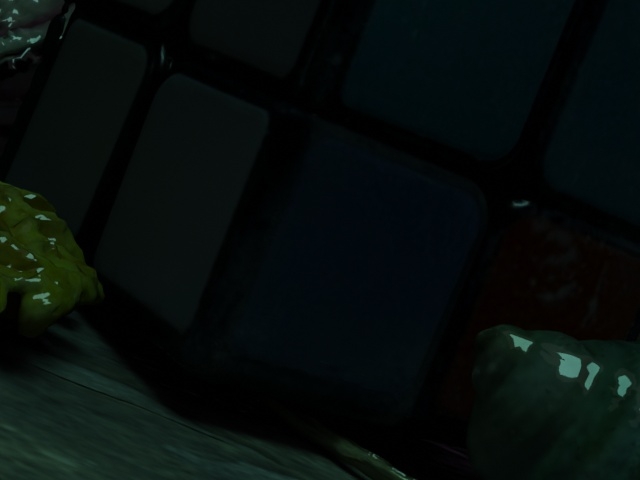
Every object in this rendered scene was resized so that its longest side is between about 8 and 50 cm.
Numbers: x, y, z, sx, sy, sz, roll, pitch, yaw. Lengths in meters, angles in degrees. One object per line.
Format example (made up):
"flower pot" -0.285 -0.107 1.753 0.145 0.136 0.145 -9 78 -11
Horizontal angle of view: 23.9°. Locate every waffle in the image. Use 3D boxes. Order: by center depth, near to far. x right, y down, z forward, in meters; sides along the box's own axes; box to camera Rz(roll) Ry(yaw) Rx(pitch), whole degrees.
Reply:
"waffle" -0.260 -0.037 0.767 0.325 0.068 0.302 27 7 18

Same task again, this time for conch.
"conch" 0.163 0.142 0.650 0.277 0.195 0.220 51 40 4

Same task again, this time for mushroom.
"mushroom" 0.079 0.153 0.803 0.286 0.028 0.026 29 50 28

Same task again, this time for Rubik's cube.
"Rubik's cube" 0.026 -0.072 0.959 0.318 0.316 0.313 18 6 -36

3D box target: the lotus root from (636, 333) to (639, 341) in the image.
"lotus root" 0.207 0.075 1.285 0.267 0.149 0.260 20 12 -8

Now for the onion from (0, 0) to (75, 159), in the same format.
"onion" -0.254 -0.177 1.199 0.280 0.314 0.146 37 -23 37
